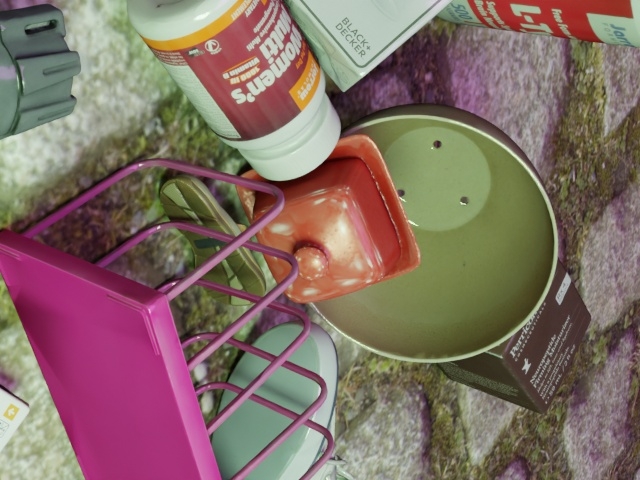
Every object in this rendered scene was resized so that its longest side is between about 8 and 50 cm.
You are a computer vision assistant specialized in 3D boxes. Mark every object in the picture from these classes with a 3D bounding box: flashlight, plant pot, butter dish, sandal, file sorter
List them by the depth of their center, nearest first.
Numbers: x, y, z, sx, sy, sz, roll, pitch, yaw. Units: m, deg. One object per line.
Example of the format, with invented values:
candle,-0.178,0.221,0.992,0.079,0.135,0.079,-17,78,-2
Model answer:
flashlight,-0.303,-0.077,0.650,0.304,0.103,0.103,-28,99,-47
file sorter,-0.119,0.098,0.859,0.182,0.202,0.291,-39,132,-37
butter dish,0.000,0.000,0.949,0.118,0.160,0.160,-67,137,-61
sandal,-0.099,-0.003,0.962,0.180,0.072,0.049,65,33,-37
plant pot,0.118,-0.035,1.080,0.191,0.284,0.284,-67,156,-61

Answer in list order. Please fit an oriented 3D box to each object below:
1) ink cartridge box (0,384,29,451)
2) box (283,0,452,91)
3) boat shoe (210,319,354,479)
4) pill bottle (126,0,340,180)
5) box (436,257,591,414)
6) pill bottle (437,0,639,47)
ink cartridge box,-0.351,0.163,0.725,0.206,0.045,0.208,-57,141,-18
box,0.083,-0.298,0.907,0.290,0.087,0.169,-43,95,-7
boat shoe,-0.031,0.261,1.088,0.156,0.135,0.367,2,106,-50
pill bottle,-0.069,-0.159,0.881,0.121,0.121,0.221,-57,140,-18
box,0.246,0.109,1.341,0.168,0.167,0.203,-60,141,-15
pill bottle,0.316,-0.331,1.053,0.229,0.407,0.229,-23,121,-44
